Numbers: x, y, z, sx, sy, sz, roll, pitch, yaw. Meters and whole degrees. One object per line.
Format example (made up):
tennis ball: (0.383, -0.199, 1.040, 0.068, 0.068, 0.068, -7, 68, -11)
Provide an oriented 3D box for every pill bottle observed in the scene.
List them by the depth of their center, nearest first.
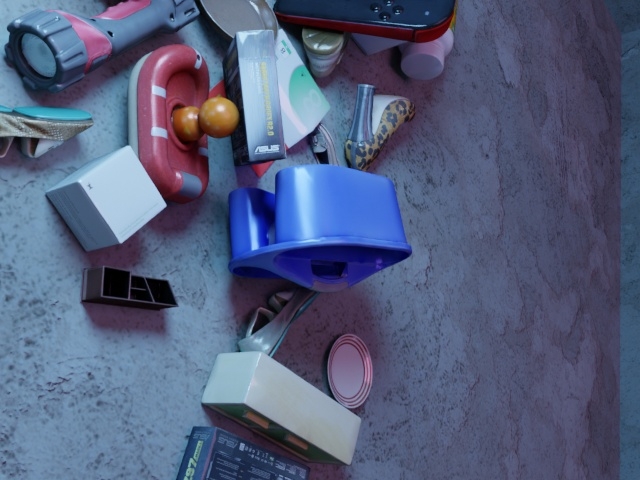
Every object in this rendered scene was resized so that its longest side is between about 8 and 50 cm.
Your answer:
pill bottle: (0.256, -0.517, 1.633, 0.136, 0.136, 0.245, 31, 59, -42)

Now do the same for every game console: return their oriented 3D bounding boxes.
game console: (0.113, -0.560, 1.354, 0.060, 0.342, 0.386, 90, 13, -60)

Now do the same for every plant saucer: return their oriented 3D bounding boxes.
plant saucer: (-0.148, -0.398, 1.181, 0.168, 0.029, 0.168, 25, 48, -32)

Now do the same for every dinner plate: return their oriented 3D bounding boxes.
dinner plate: (0.054, 0.252, 1.311, 0.141, 0.017, 0.141, 13, 73, -48)

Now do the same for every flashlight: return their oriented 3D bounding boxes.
flashlight: (-0.301, -0.313, 0.964, 0.304, 0.103, 0.103, -55, 148, -45)

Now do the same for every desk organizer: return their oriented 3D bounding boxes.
desk organizer: (-0.263, 0.068, 0.949, 0.130, 0.050, 0.047, 15, 71, -48)

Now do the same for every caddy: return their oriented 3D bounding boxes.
caddy: (0.000, 0.000, 1.134, 0.341, 0.241, 0.179, 6, 70, -49)

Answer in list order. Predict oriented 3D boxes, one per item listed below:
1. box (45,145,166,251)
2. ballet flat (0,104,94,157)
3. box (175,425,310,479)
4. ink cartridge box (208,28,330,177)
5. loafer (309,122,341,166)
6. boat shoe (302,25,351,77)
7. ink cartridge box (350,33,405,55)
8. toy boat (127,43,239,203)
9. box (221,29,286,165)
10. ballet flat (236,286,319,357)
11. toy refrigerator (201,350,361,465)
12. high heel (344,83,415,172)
box: (-0.288, -0.056, 0.919, 0.101, 0.087, 0.102, -49, 118, -43)
ballet flat: (-0.386, -0.139, 0.854, 0.206, 0.073, 0.067, -4, 112, -48)
box: (-0.123, 0.406, 1.031, 0.233, 0.059, 0.183, 37, 55, -40)
ink cartridge box: (-0.089, -0.252, 1.230, 0.181, 0.056, 0.224, 56, 44, -25)
loafer: (0.006, -0.172, 1.333, 0.039, 0.045, 0.125, -42, 117, -39)
boat shoe: (0.028, -0.468, 1.393, 0.098, 0.109, 0.302, 89, 13, -61)
ink cartridge box: (0.179, -0.568, 1.505, 0.115, 0.198, 0.273, 41, 53, -39)
toy boat: (-0.189, -0.175, 0.997, 0.151, 0.151, 0.231, 15, 69, -67)
box: (-0.107, -0.211, 1.058, 0.056, 0.231, 0.183, -7, 95, -13)
ballet flat: (-0.070, 0.125, 1.158, 0.068, 0.072, 0.213, 39, 44, 1)
toy refrigerator: (-0.058, 0.283, 1.105, 0.269, 0.102, 0.094, 43, 52, -36)
high heel: (0.133, -0.227, 1.486, 0.261, 0.093, 0.186, -1, 100, -58)
